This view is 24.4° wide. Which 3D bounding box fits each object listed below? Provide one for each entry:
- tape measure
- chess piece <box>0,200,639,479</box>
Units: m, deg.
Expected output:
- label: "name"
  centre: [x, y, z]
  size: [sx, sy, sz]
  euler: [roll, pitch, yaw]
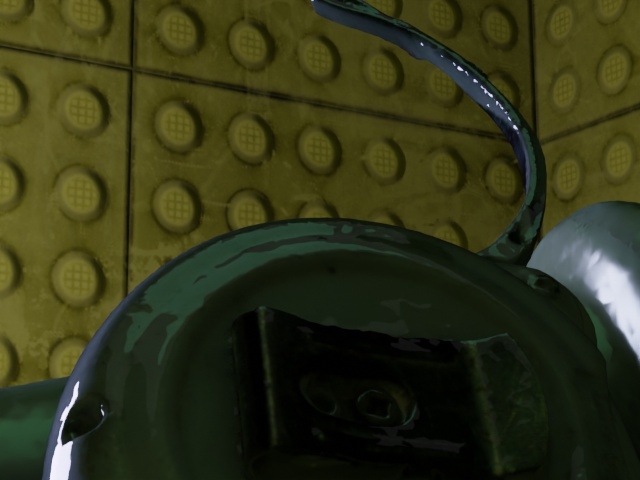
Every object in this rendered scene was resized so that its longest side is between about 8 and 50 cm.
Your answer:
- label: "tape measure"
  centre: [0.001, -0.001, 0.409]
  size: [0.164, 0.330, 0.084]
  euler: [5, -42, -20]
- label: "chess piece"
  centre: [0.012, 0.095, 0.505]
  size: [0.299, 0.194, 0.194]
  euler: [-7, -11, -12]
